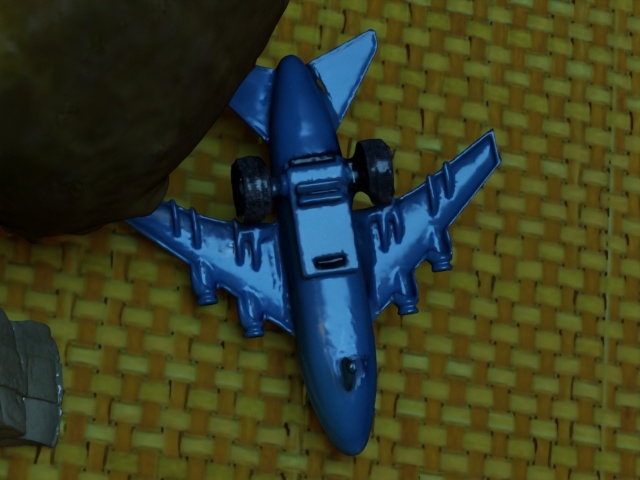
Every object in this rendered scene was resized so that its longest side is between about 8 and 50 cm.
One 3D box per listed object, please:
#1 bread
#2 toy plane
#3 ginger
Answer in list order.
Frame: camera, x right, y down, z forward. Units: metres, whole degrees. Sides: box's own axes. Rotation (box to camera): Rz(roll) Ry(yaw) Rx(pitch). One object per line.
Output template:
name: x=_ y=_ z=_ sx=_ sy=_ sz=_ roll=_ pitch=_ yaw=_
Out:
bread: x=-0.243 y=0.092 z=1.151 sx=0.152 sy=0.105 sz=0.077 roll=-11 pitch=75 yaw=11
toy plane: x=0.000 y=0.000 z=1.222 sx=0.254 sy=0.105 sz=0.271 roll=-9 pitch=71 yaw=-7
ginger: x=-0.145 y=-0.122 z=1.121 sx=0.200 sy=0.269 sz=0.223 roll=28 pitch=56 yaw=-36
